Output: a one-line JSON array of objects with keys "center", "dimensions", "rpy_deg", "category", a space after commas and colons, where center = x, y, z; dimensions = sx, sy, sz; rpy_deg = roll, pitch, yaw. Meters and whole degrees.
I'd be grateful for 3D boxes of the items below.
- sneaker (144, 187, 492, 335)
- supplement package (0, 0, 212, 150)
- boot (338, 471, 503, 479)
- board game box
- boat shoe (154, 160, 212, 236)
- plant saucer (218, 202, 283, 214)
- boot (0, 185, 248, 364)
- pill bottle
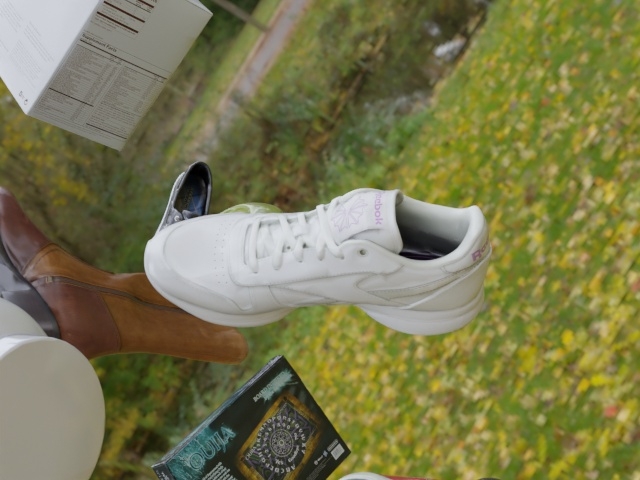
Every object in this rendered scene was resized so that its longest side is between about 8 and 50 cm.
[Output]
[{"center": [0.000, 0.000, 0.996], "dimensions": [0.152, 0.305, 0.114], "rpy_deg": [97, 174, -53], "category": "sneaker"}, {"center": [-0.275, -0.257, 1.367], "dimensions": [0.203, 0.149, 0.194], "rpy_deg": [-53, 50, 15], "category": "supplement package"}, {"center": [0.152, 0.367, 1.610], "dimensions": [0.244, 0.176, 0.089], "rpy_deg": [-2, 89, 42], "category": "boot"}, {"center": [-0.062, 0.211, 1.106], "dimensions": [0.026, 0.126, 0.186], "rpy_deg": [-28, 8, 47], "category": "board game box"}, {"center": [-0.213, -0.030, 1.840], "dimensions": [0.076, 0.080, 0.229], "rpy_deg": [127, 160, -52], "category": "boat shoe"}, {"center": [-0.155, 0.026, 1.626], "dimensions": [0.241, 0.037, 0.241], "rpy_deg": [-36, 22, 17], "category": "plant saucer"}, {"center": [-0.240, 0.035, 1.301], "dimensions": [0.264, 0.280, 0.096], "rpy_deg": [53, 131, 43], "category": "boot"}, {"center": [-0.318, 0.124, 0.851], "dimensions": [0.322, 0.181, 0.182], "rpy_deg": [1, 52, 34], "category": "pill bottle"}]
